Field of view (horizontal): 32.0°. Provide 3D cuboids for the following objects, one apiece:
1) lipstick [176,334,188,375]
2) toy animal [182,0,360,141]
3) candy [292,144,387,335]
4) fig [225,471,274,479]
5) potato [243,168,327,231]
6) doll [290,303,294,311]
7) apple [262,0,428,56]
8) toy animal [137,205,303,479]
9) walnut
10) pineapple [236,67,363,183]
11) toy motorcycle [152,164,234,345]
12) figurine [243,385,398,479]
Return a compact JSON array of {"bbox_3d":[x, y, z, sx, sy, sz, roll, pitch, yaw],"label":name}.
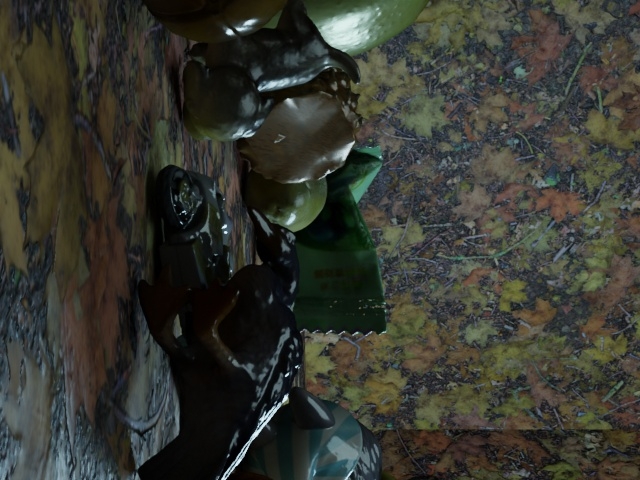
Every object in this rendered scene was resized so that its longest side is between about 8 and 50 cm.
[{"bbox_3d":[-0.140,0.167,1.304,0.158,0.048,0.048,86,4,-52],"label":"lipstick"},{"bbox_3d":[-0.087,-0.209,1.346,0.169,0.233,0.121,46,-33,26],"label":"toy animal"},{"bbox_3d":[-0.001,-0.002,2.218,0.172,0.262,0.398,64,23,-62],"label":"candy"},{"bbox_3d":[-0.056,0.377,1.469,0.133,0.201,0.146,-31,-120,43],"label":"fig"},{"bbox_3d":[-0.065,-0.083,2.018,0.194,0.157,0.157,-79,169,-70],"label":"potato"},{"bbox_3d":[-0.093,0.151,1.956,0.149,0.095,0.192,90,-2,-55],"label":"doll"},{"bbox_3d":[0.001,-0.428,1.602,0.357,0.357,0.357,0,90,-88],"label":"apple"},{"bbox_3d":[-0.092,0.111,1.099,0.185,0.122,0.298,44,50,-59],"label":"toy animal"},{"bbox_3d":[-0.100,-0.280,1.045,0.167,0.167,0.207,87,1,-47],"label":"walnut"},{"bbox_3d":[-0.056,-0.271,1.838,0.223,0.222,0.357,87,-6,-45],"label":"pineapple"},{"bbox_3d":[-0.131,0.007,1.208,0.152,0.073,0.225,-71,154,-61],"label":"toy motorcycle"},{"bbox_3d":[-0.073,0.418,1.925,0.378,0.266,0.361,52,53,-30],"label":"figurine"}]
